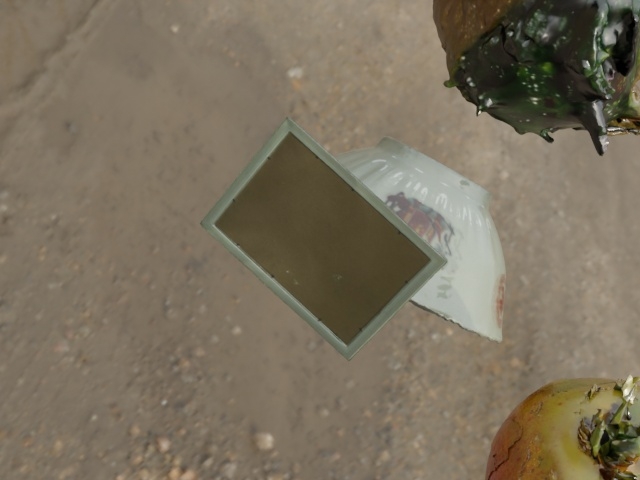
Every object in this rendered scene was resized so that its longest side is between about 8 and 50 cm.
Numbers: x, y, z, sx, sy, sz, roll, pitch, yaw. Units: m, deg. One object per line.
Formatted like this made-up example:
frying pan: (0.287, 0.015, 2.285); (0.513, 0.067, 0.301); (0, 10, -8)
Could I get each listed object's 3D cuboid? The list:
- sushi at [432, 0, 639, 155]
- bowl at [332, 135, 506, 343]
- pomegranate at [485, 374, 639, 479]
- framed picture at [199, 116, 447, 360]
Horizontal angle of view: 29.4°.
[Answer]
sushi: (0.150, -0.128, 0.781); (0.140, 0.149, 0.287); (43, -10, 35)
bowl: (0.104, -0.024, 1.459); (0.337, 0.157, 0.337); (28, 4, -2)
pomegranate: (0.259, 0.223, 1.129); (0.210, 0.235, 0.210); (5, 54, -8)
framed picture: (0.000, 0.000, 1.058); (0.183, 0.142, 0.011); (42, 30, 1)
